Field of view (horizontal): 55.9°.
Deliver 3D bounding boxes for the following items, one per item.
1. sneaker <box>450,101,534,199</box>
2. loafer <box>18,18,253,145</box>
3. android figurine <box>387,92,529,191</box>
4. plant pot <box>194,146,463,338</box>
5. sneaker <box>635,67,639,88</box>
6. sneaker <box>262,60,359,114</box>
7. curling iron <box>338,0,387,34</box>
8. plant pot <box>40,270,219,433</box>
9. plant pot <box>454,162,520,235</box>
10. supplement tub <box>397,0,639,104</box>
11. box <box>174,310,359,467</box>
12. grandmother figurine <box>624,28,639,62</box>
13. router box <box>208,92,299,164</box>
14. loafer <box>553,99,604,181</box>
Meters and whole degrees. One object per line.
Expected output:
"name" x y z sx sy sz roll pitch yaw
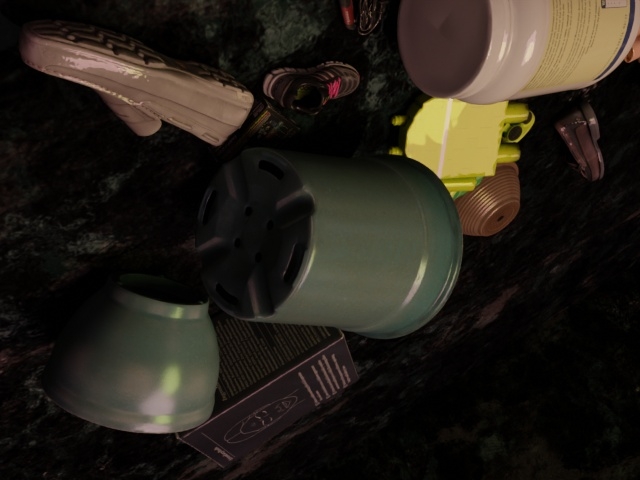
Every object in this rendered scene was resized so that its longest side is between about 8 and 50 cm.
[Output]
"sneaker" 0.329 -0.188 1.313 0.295 0.109 0.123 -42 167 11
"loafer" -0.221 -0.185 0.763 0.319 0.112 0.112 8 120 -49
"android figurine" 0.265 -0.206 1.174 0.272 0.056 0.248 -5 120 -10
"plant pot" 0.000 0.000 0.990 0.334 0.341 0.341 5 130 -49
"sneaker" 0.874 -0.419 1.511 0.276 0.135 0.098 -39 144 -42
"sneaker" -0.002 -0.233 0.941 0.170 0.075 0.063 -13 142 -32
"curling iron" 0.033 -0.385 0.812 0.068 0.035 0.274 -40 149 -1
"plant pot" -0.300 0.169 1.035 0.293 0.293 0.196 10 100 -49
"plant pot" 0.412 -0.090 1.493 0.237 0.110 0.237 -24 146 -18
"supplement tub" 0.307 -0.340 0.941 0.324 0.235 0.236 -15 143 -29
"box" -0.141 0.297 1.382 0.395 0.212 0.294 -31 149 -9
"grandmother figurine" 0.761 -0.478 1.324 0.342 0.104 0.208 -24 157 -14
"router box" -0.106 -0.164 0.968 0.122 0.038 0.092 -44 149 13
"loafer" 0.663 -0.243 1.557 0.095 0.109 0.302 -22 145 16
